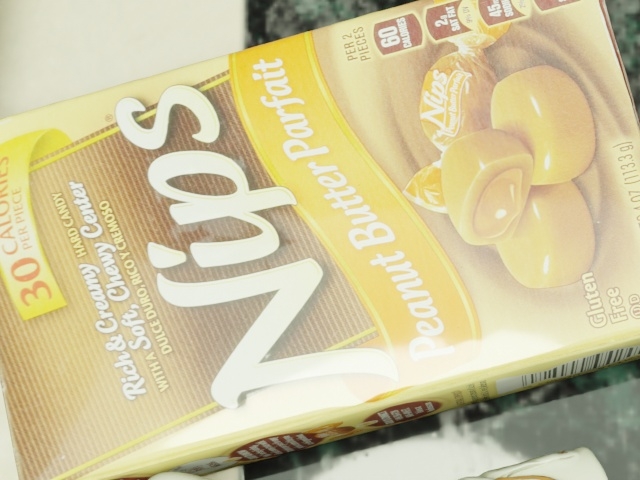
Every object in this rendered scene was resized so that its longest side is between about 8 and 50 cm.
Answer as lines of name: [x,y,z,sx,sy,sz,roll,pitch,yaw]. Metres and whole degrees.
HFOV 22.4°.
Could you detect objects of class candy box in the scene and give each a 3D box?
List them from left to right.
candy box: [0.000,0.000,0.774,0.316,0.087,0.183,-15,75,3]

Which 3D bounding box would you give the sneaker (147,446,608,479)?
sneaker: [0.057,0.139,0.736,0.290,0.106,0.123,19,78,-1]
